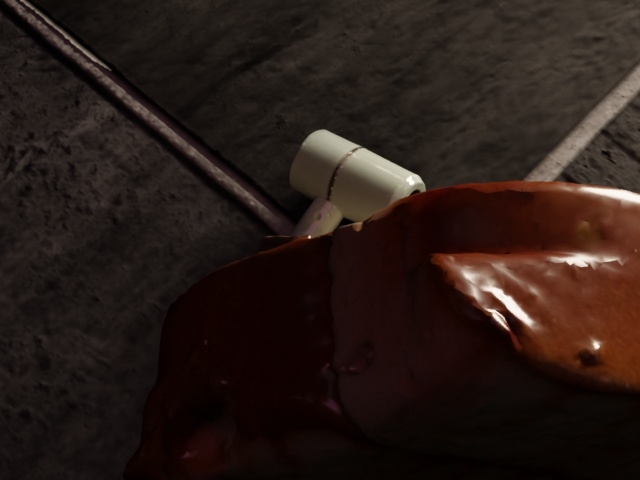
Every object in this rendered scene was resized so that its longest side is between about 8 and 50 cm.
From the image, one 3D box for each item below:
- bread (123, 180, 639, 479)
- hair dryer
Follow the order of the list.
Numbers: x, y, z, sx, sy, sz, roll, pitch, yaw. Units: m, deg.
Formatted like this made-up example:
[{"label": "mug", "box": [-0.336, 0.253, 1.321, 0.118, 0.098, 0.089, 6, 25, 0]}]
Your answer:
[{"label": "bread", "box": [0.073, 0.092, 0.755, 0.327, 0.295, 0.114, -25, 53, 39]}, {"label": "hair dryer", "box": [0.000, 0.000, 0.972, 0.082, 0.047, 0.137, 29, 78, 24]}]
